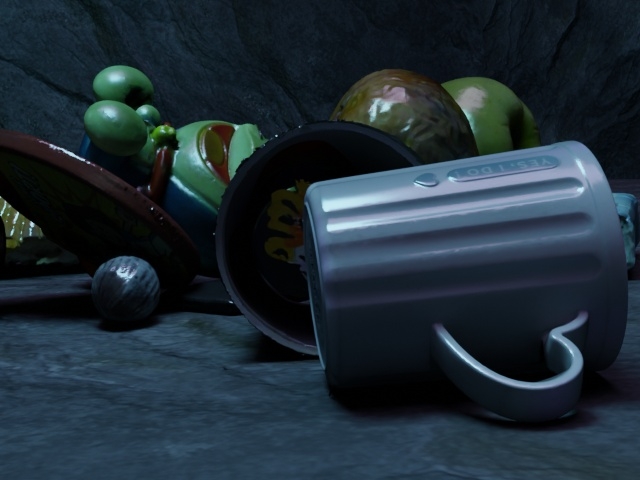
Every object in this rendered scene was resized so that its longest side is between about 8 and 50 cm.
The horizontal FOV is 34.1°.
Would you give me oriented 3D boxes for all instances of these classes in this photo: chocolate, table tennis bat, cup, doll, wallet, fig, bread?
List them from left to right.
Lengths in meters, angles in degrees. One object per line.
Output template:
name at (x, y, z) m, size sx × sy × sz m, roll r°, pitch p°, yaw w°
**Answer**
bread at (-0.436, -0.028, 1.637) m, size 0.274 × 0.149 × 0.274 m, roll -6°, pitch 3°, yaw 0°
table tennis bat at (-0.320, -0.053, 1.216) m, size 0.415 × 0.051 × 0.268 m, roll 22°, pitch -23°, yaw 17°
chocolate at (-0.205, 0.049, 1.110) m, size 0.072 × 0.072 × 0.167 m, roll -4°, pitch 3°, yaw -7°
doll at (-0.158, -0.069, 1.272) m, size 0.322 × 0.186 × 0.198 m, roll 29°, pitch 35°, yaw -19°
wallet at (-0.055, 0.052, 1.215) m, size 0.124 × 0.025 × 0.244 m, roll 2°, pitch 7°, yaw 42°
cup at (0.000, 0.000, 0.994) m, size 0.203 × 0.203 × 0.288 m, roll -4°, pitch -1°, yaw -4°
fig at (0.158, -0.068, 1.520) m, size 0.369 × 0.286 × 0.286 m, roll 33°, pitch 6°, yaw -1°
cup at (0.097, 0.023, 0.720) m, size 0.202 × 0.167 × 0.221 m, roll -7°, pitch 4°, yaw -5°

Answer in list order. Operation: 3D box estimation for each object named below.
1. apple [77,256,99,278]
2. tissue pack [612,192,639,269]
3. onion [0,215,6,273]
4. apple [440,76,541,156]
apple at (-0.251, -0.006, 1.398) m, size 0.163 × 0.139 × 0.163 m, roll -7°, pitch -9°, yaw -1°
tissue pack at (0.309, -0.008, 1.319) m, size 0.177 × 0.089 × 0.263 m, roll -3°, pitch 8°, yaw 18°
onion at (-0.473, -0.017, 1.177) m, size 0.252 × 0.219 × 0.252 m, roll 9°, pitch 8°, yaw -1°
apple at (0.237, -0.131, 1.737) m, size 0.279 × 0.279 × 0.279 m, roll -3°, pitch 5°, yaw 0°
